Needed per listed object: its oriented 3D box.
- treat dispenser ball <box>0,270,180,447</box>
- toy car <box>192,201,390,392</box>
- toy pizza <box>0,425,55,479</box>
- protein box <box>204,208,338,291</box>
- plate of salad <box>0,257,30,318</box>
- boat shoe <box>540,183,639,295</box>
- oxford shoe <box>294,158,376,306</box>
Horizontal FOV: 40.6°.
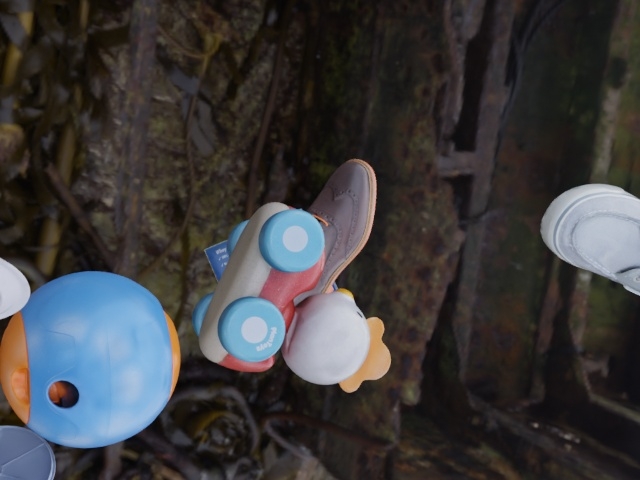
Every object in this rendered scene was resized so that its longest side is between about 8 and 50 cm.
[{"bbox_3d":[-0.376,0.194,1.423,0.288,0.288,0.288,-44,143,-46],"label":"treat dispenser ball"},{"bbox_3d":[-0.011,0.088,1.073,0.210,0.238,0.219,-66,-164,-9],"label":"toy car"},{"bbox_3d":[-0.564,0.408,1.501,0.201,0.201,0.032,-47,153,-44],"label":"toy pizza"},{"bbox_3d":[-0.082,0.077,1.632,0.136,0.200,0.201,71,-5,-81],"label":"protein box"},{"bbox_3d":[-0.454,0.046,1.045,0.200,0.200,0.048,68,15,-55],"label":"plate of salad"},{"bbox_3d":[0.302,0.012,0.782,0.228,0.081,0.079,17,107,-29],"label":"boat shoe"},{"bbox_3d":[0.000,0.000,1.269,0.098,0.097,0.271,27,86,-62],"label":"oxford shoe"}]
